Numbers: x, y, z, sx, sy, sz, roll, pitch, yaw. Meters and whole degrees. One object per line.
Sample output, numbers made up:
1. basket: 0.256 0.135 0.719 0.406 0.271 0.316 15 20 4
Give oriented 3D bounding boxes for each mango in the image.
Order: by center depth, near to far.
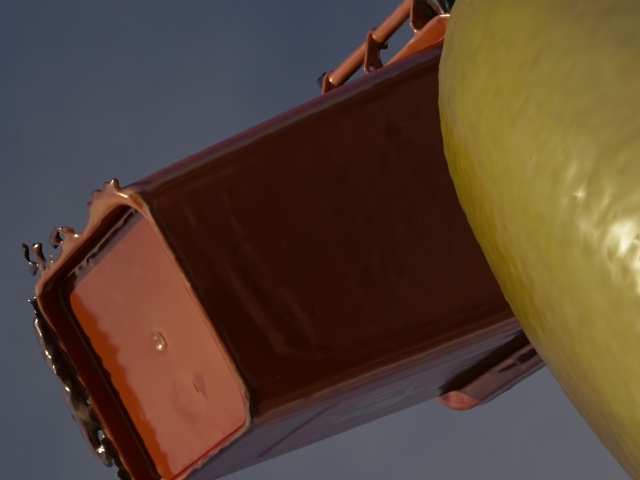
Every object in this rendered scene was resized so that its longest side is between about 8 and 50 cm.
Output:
1. mango: 0.213 0.032 0.562 0.445 0.301 0.220 46 -66 28

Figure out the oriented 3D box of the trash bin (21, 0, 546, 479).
1. trash bin: 0.000 0.000 0.858 0.238 0.161 0.184 -20 -104 -38
